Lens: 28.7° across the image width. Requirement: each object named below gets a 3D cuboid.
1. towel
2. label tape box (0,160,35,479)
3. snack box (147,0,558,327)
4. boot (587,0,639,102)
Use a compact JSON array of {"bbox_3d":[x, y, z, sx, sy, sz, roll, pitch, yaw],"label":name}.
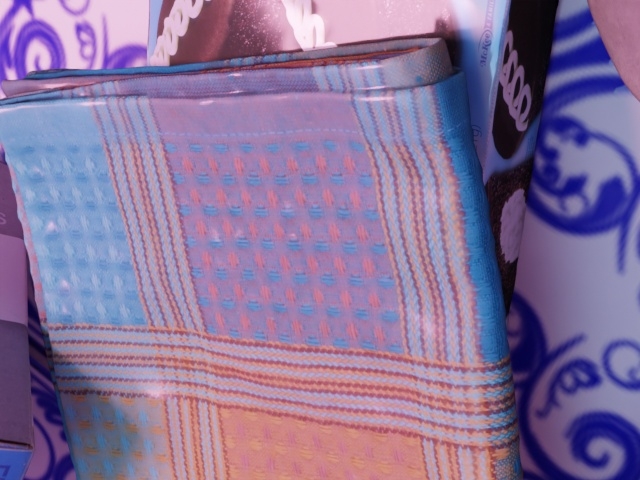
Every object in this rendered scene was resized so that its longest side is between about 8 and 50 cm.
[{"bbox_3d":[-0.027,0.096,0.597,0.271,0.040,0.370,0,107,35],"label":"towel"},{"bbox_3d":[-0.257,0.070,0.753,0.241,0.105,0.334,-61,29,32],"label":"label tape box"},{"bbox_3d":[0.000,0.000,0.608,0.187,0.060,0.322,18,115,29],"label":"snack box"},{"bbox_3d":[0.091,-0.144,0.434,0.083,0.161,0.247,-9,101,36],"label":"boot"}]
